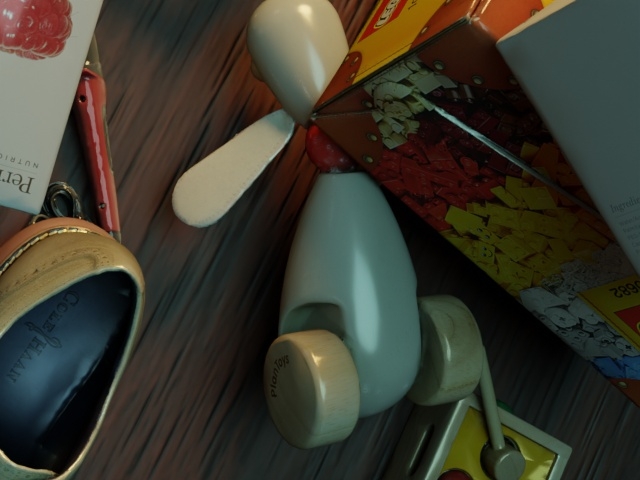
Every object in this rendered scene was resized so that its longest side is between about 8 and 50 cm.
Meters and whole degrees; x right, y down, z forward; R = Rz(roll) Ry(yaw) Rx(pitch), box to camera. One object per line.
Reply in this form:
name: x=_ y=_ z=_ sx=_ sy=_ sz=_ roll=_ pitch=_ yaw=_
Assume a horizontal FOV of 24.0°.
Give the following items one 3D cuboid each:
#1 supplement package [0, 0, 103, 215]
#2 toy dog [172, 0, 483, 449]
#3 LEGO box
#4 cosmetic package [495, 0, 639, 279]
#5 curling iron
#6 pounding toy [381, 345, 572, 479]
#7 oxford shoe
supplement package: x=-0.235 y=-0.189 z=0.975 sx=0.177 sy=0.175 sz=0.293 roll=15 pitch=97 yaw=-22
toy dog: x=0.000 y=0.000 z=1.127 sx=0.220 sy=0.161 sz=0.334 roll=15 pitch=68 yaw=-29
LEGO box: x=0.278 y=-0.181 z=1.144 sx=0.372 sy=0.193 sz=0.500 roll=41 pitch=58 yaw=-17
cosmetic package: x=0.267 y=-0.093 z=0.909 sx=0.224 sy=0.138 sz=0.225 roll=-37 pitch=96 yaw=-35
curling iron: x=-0.185 y=-0.110 z=1.102 sx=0.068 sy=0.035 sz=0.274 roll=-2 pitch=88 yaw=-23
pounding toy: x=0.123 y=0.170 z=1.180 sx=0.130 sy=0.100 sz=0.141 roll=30 pitch=77 yaw=-19
oxford shoe: x=-0.245 y=0.162 z=0.997 sx=0.140 sy=0.146 sz=0.397 roll=29 pitch=85 yaw=-20
